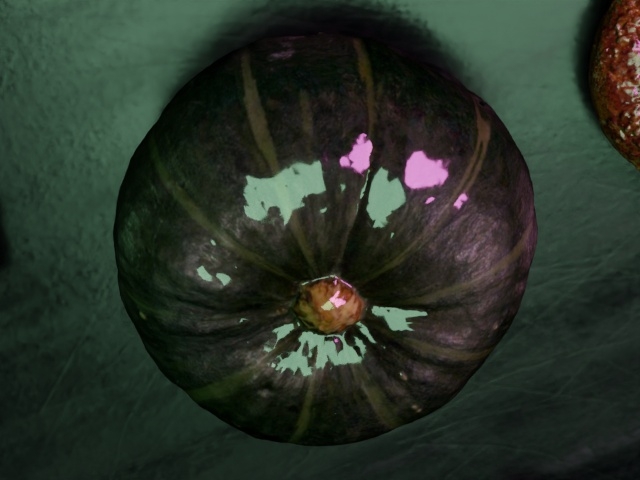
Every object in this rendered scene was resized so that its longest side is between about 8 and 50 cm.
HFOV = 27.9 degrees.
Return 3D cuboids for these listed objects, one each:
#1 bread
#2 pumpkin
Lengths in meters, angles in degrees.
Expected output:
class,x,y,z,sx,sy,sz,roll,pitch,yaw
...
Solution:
class,x,y,z,sx,sy,sz,roll,pitch,yaw
bread,0.286,-0.123,0.941,0.193,0.064,0.193,-1,107,-3
pumpkin,0.000,0.000,0.910,0.300,0.207,0.300,-4,120,-7
